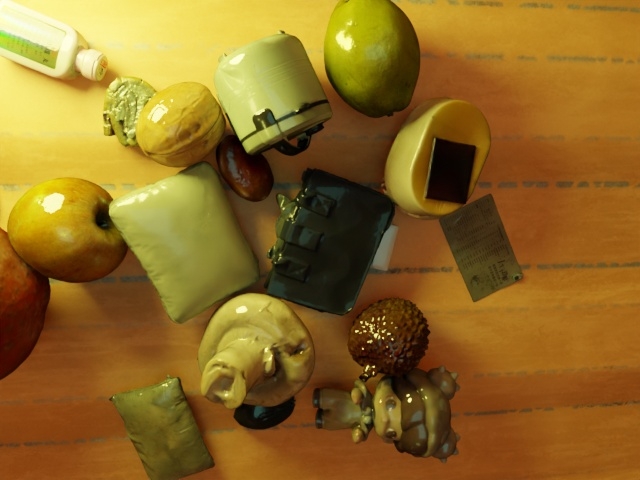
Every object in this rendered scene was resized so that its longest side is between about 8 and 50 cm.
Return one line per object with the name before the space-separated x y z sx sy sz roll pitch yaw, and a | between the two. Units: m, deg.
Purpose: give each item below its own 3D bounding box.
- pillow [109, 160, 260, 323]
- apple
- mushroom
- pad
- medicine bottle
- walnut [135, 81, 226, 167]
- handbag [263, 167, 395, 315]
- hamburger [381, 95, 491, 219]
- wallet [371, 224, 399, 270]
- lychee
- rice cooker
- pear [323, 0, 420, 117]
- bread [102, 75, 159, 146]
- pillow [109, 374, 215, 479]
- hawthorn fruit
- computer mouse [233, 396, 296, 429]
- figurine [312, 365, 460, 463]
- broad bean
pillow | -0.297 0.006 1.048 0.255 0.120 0.322 -29 112 -20
apple | -0.549 -0.020 0.993 0.208 0.237 0.237 -18 103 13
mushroom | -0.157 0.285 1.053 0.293 0.290 0.292 1 105 5
pad | 0.437 0.024 1.223 0.160 0.009 0.265 -27 103 -1
medicine bottle | -0.579 -0.414 0.973 0.219 0.078 0.115 21 96 -11
walnut | -0.301 -0.249 0.986 0.165 0.165 0.197 45 59 -13
handbag | 0.000 0.000 1.110 0.269 0.118 0.325 20 97 -17
hamburger | 0.278 -0.195 1.091 0.227 0.151 0.295 22 90 -16
wallet | 0.161 0.015 1.179 0.061 0.025 0.122 14 100 -3
lychee | 0.167 0.253 1.140 0.200 0.200 0.238 38 66 -12
rice cooker | -0.100 -0.301 0.986 0.226 0.226 0.244 -28 98 -1
pear | 0.113 -0.403 0.997 0.212 0.212 0.269 -22 108 -2
bread | -0.425 -0.288 1.025 0.118 0.064 0.156 8 99 -7
pillow | -0.409 0.497 1.180 0.185 0.075 0.302 -16 105 -1
hawthorn fruit | -0.762 0.150 0.899 0.403 0.403 0.402 -1 101 -7
computer mouse | -0.147 0.455 1.211 0.172 0.057 0.099 -13 101 -8
figurine | 0.173 0.448 1.191 0.381 0.203 0.248 -2 87 7
broad bean | -0.179 -0.167 1.070 0.165 0.084 0.114 43 80 -17
